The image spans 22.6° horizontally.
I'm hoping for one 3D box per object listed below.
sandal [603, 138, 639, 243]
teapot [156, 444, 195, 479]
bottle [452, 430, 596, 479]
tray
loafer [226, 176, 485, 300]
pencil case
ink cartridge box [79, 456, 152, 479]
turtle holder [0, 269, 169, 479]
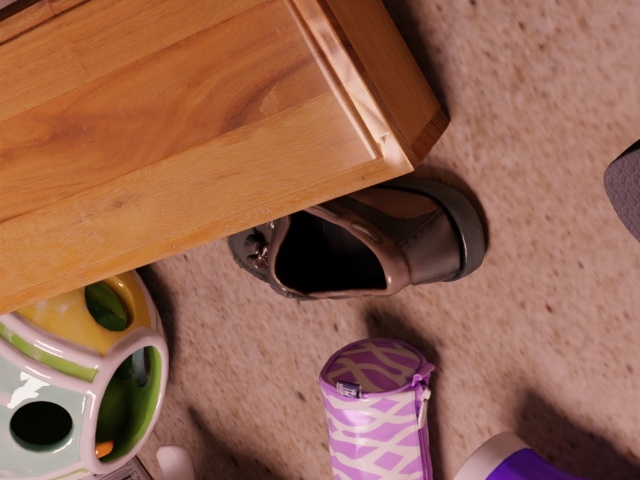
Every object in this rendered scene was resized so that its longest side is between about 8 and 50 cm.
[{"bbox_3d":[0.263,-0.028,0.818,0.254,0.054,0.097,-5,117,44],"label":"sandal"},{"bbox_3d":[-0.070,0.350,1.420,0.253,0.187,0.256,17,113,13],"label":"teapot"},{"bbox_3d":[0.202,0.237,1.029,0.283,0.092,0.118,42,109,28],"label":"bottle"},{"bbox_3d":[-0.135,-0.088,1.120,0.411,0.076,0.203,-19,111,35],"label":"tray"},{"bbox_3d":[0.000,0.000,1.149,0.267,0.084,0.096,-1,112,54],"label":"loafer"},{"bbox_3d":[0.054,0.171,1.208,0.088,0.086,0.206,5,122,23],"label":"pencil case"},{"bbox_3d":[-0.326,0.249,1.756,0.324,0.071,0.330,52,138,14],"label":"ink cartridge box"},{"bbox_3d":[-0.249,0.072,1.442,0.227,0.243,0.320,24,96,24],"label":"turtle holder"}]
